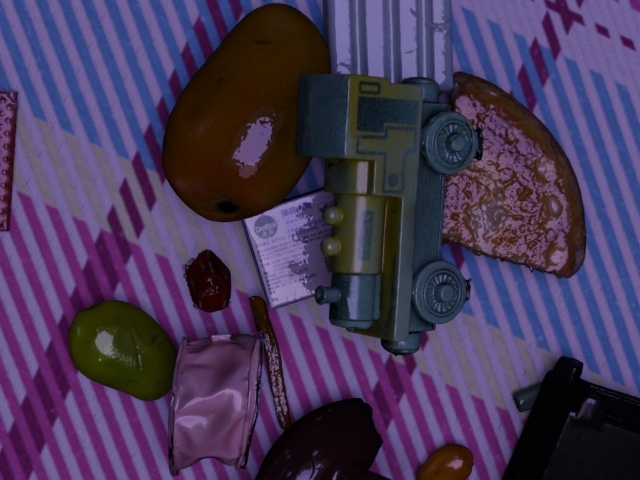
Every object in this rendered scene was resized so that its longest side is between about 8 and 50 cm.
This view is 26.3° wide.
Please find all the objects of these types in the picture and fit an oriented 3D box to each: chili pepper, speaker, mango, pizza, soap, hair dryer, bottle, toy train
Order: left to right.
[{"bbox_3d":[-0.270,0.148,1.890,0.163,0.089,0.117,25,82,-19],"label":"mango"},{"bbox_3d":[-0.147,0.058,1.852,0.064,0.169,0.088,-18,93,-7],"label":"chili pepper"},{"bbox_3d":[-0.090,-0.175,1.838,0.173,0.211,0.317,33,76,-46],"label":"mango"},{"bbox_3d":[0.040,0.365,1.798,0.312,0.340,0.123,-42,133,-29],"label":"hair dryer"},{"bbox_3d":[0.079,-0.031,1.776,0.237,0.150,0.369,1,94,-36],"label":"toy train"},{"bbox_3d":[0.090,-0.343,1.890,0.172,0.095,0.290,-2,93,-5],"label":"soap"},{"bbox_3d":[0.178,0.328,1.966,0.089,0.046,0.060,-26,94,9],"label":"mango"},{"bbox_3d":[0.243,-0.072,1.927,0.226,0.086,0.336,-33,95,-3],"label":"pizza"},{"bbox_3d":[0.322,0.221,1.980,0.083,0.030,0.030,-21,95,-5],"label":"bottle"},{"bbox_3d":[0.393,0.325,1.905,0.232,0.184,0.254,18,102,-6],"label":"speaker"}]

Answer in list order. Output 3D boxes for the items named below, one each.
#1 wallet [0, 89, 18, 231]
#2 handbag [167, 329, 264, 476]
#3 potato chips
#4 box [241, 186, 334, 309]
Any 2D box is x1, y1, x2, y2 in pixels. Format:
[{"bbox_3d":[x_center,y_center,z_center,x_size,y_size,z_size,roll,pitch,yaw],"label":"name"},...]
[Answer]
[{"bbox_3d":[-0.473,-0.113,1.881,0.103,0.020,0.197,4,93,-5],"label":"wallet"},{"bbox_3d":[-0.142,0.221,1.858,0.116,0.179,0.205,5,117,-2],"label":"handbag"},{"bbox_3d":[-0.068,0.173,1.936,0.026,0.037,0.204,-11,100,5],"label":"potato chips"},{"bbox_3d":[0.000,0.000,1.911,0.194,0.073,0.139,-17,96,-5],"label":"box"}]
